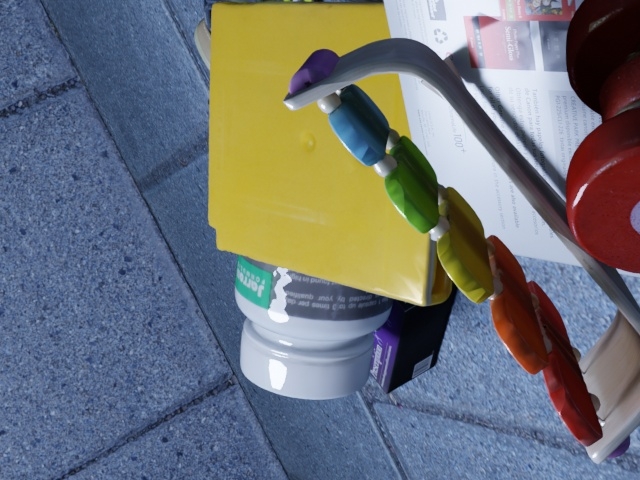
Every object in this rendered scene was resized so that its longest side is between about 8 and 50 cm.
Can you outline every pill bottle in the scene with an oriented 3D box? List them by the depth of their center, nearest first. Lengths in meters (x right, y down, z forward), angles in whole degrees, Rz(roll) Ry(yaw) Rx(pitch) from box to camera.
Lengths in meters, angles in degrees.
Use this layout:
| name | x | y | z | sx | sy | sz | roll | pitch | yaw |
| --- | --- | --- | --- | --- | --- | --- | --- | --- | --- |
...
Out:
| name | x | y | z | sx | sy | sz | roll | pitch | yaw |
| --- | --- | --- | --- | --- | --- | --- | --- | --- | --- |
| pill bottle | 0.000 | 0.000 | 1.143 | 0.204 | 0.204 | 0.361 | 31 | 119 | 54 |

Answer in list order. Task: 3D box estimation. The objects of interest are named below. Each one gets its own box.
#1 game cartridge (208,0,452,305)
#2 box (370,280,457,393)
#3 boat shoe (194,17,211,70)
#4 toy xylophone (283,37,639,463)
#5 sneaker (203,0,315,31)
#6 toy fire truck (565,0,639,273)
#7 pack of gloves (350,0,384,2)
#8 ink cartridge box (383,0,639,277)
| name | x | y | z | sx | sy | sz | roll | pitch | yaw |
| --- | --- | --- | --- | --- | --- | --- | --- | --- | --- |
| game cartridge | 0.003 | -0.103 | 0.952 | 0.324 | 0.053 | 0.285 | 15 | 107 | 42 |
| box | 0.095 | 0.083 | 1.357 | 0.184 | 0.103 | 0.261 | 53 | 158 | 28 |
| boat shoe | -0.068 | -0.244 | 1.313 | 0.302 | 0.109 | 0.098 | 47 | 151 | 19 |
| toy xylophone | 0.115 | -0.015 | 0.611 | 0.322 | 0.081 | 0.236 | 51 | -164 | -2 |
| sneaker | -0.122 | -0.349 | 1.270 | 0.300 | 0.121 | 0.111 | 45 | 154 | 38 |
| toy fire truck | 0.276 | -0.090 | 0.480 | 0.254 | 0.169 | 0.302 | 15 | 137 | -1 |
| pack of gloves | -0.045 | -0.304 | 1.013 | 0.195 | 0.232 | 0.046 | 55 | 128 | 33 |
| ink cartridge box | 0.205 | -0.135 | 0.709 | 0.272 | 0.130 | 0.309 | 12 | 132 | 36 |
